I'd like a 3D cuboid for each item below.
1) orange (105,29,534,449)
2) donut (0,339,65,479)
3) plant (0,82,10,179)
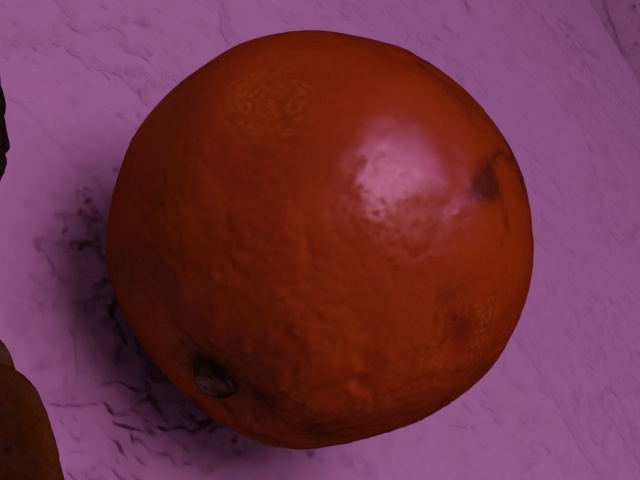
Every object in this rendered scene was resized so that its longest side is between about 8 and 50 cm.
[{"bbox_3d":[0.000,0.000,0.836,0.312,0.312,0.312,34,37,-31],"label":"orange"},{"bbox_3d":[-0.267,0.119,0.467,0.360,0.170,0.360,36,39,-37],"label":"donut"},{"bbox_3d":[-0.259,-0.050,0.693,0.142,0.131,0.203,36,27,-30],"label":"plant"}]
